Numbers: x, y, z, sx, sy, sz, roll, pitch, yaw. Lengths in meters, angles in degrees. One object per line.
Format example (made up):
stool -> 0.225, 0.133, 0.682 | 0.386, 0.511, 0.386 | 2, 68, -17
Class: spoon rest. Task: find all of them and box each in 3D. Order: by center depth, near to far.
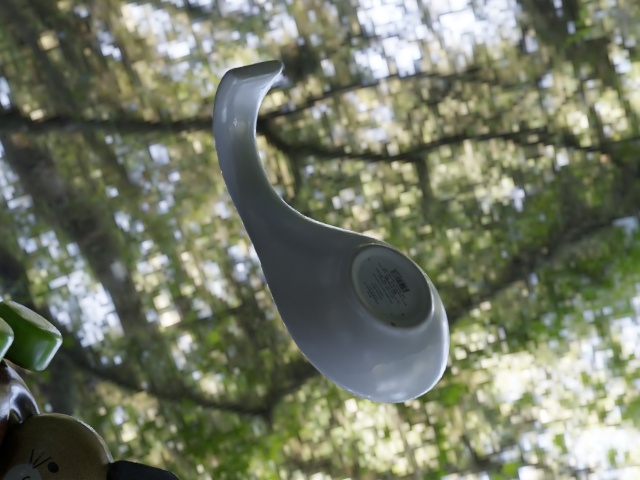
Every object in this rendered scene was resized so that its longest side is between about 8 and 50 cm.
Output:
spoon rest -> 0.000, 0.000, 1.121 | 0.137, 0.276, 0.084 | -17, 160, -41

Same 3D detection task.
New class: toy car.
toy car -> -0.187, 0.150, 0.960 | 0.188, 0.155, 0.149 | 33, -176, 14
